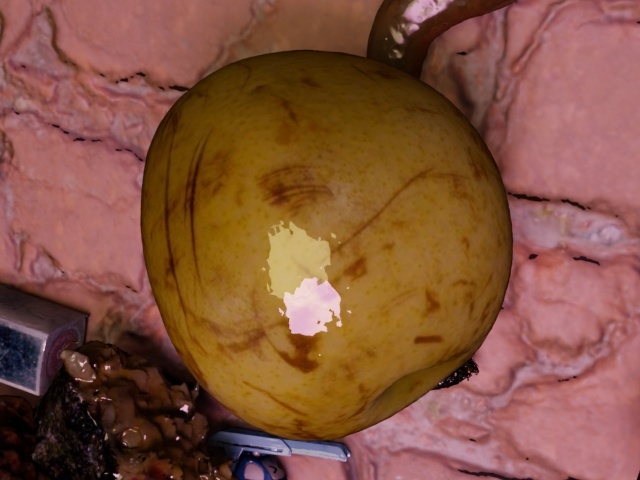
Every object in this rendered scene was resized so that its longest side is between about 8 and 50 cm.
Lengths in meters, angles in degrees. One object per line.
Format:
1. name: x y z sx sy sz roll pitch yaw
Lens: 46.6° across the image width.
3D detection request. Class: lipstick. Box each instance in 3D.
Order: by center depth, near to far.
1. lipstick: -0.385 0.072 0.757 0.289 0.076 0.077 17 107 13

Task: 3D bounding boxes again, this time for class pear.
1. pear: 0.000 0.000 0.550 0.283 0.283 0.284 3 102 14

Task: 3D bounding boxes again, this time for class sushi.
1. sushi: -0.156 0.191 0.671 0.115 0.147 0.212 -45 66 22

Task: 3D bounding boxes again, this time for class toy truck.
1. toy truck: -0.043 0.225 0.710 0.136 0.063 0.074 5 83 10

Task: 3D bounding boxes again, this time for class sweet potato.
1. sweet potato: 0.103 -0.187 0.586 0.233 0.062 0.081 -42 91 21

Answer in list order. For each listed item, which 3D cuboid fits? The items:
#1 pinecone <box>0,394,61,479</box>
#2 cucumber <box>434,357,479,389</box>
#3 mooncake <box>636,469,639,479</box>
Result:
1. pinecone: -0.350 0.282 0.717 0.244 0.244 0.309 41 125 4
2. cucumber: 0.051 0.123 0.668 0.181 0.053 0.053 -11 98 14
3. mooncake: 0.369 0.153 0.449 0.187 0.324 0.324 45 108 1
